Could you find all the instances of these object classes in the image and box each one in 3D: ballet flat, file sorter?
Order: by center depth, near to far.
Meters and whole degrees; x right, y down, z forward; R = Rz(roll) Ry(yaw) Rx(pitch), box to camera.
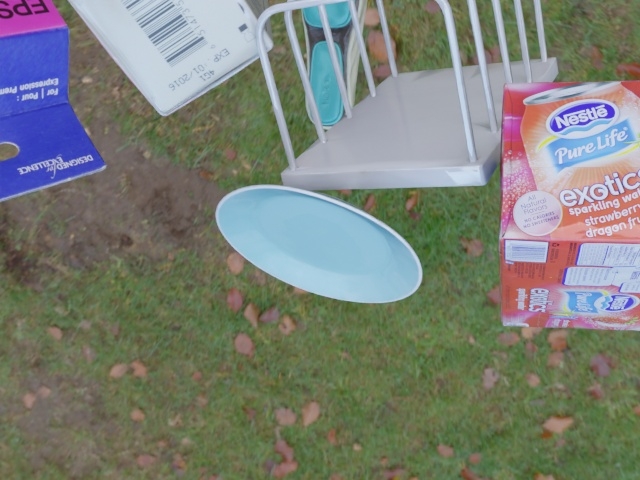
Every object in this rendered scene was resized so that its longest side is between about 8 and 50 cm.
[{"bbox_3d":[0.089,-0.183,0.788,0.193,0.277,0.173,0,119,30],"label":"file sorter"},{"bbox_3d":[0.021,-0.267,1.059,0.086,0.086,0.248,6,113,2],"label":"ballet flat"}]

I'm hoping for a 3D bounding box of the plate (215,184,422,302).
[{"bbox_3d":[0.000,0.000,0.723,0.188,0.024,0.188,16,153,8],"label":"plate"}]

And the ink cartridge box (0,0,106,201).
[{"bbox_3d":[-0.300,-0.188,0.557,0.371,0.176,0.069,59,141,9],"label":"ink cartridge box"}]

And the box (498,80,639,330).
[{"bbox_3d":[0.207,-0.014,0.660,0.128,0.257,0.122,1,71,14],"label":"box"}]

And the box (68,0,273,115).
[{"bbox_3d":[-0.139,-0.248,0.802,0.127,0.232,0.148,-31,119,12],"label":"box"}]
